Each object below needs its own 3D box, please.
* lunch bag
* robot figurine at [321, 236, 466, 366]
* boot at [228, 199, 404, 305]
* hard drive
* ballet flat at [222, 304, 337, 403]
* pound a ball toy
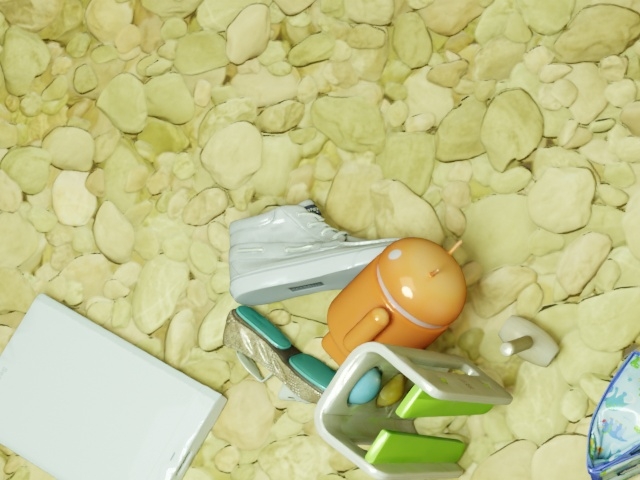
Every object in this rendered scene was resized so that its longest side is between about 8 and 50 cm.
[{"bbox_3d":[0.364,0.222,1.751,0.096,0.129,0.151,35,83,23],"label":"lunch bag"},{"bbox_3d":[0.095,0.081,1.845,0.219,0.158,0.128,-46,45,35],"label":"robot figurine"},{"bbox_3d":[0.000,0.000,1.944,0.258,0.095,0.123,-10,69,9],"label":"boot"},{"bbox_3d":[-0.302,0.225,1.984,0.308,0.040,0.203,27,81,21],"label":"hard drive"},{"bbox_3d":[-0.047,0.165,1.928,0.206,0.073,0.067,38,112,26],"label":"ballet flat"},{"bbox_3d":[0.136,0.161,1.758,0.136,0.319,0.208,37,100,25],"label":"pound a ball toy"}]
